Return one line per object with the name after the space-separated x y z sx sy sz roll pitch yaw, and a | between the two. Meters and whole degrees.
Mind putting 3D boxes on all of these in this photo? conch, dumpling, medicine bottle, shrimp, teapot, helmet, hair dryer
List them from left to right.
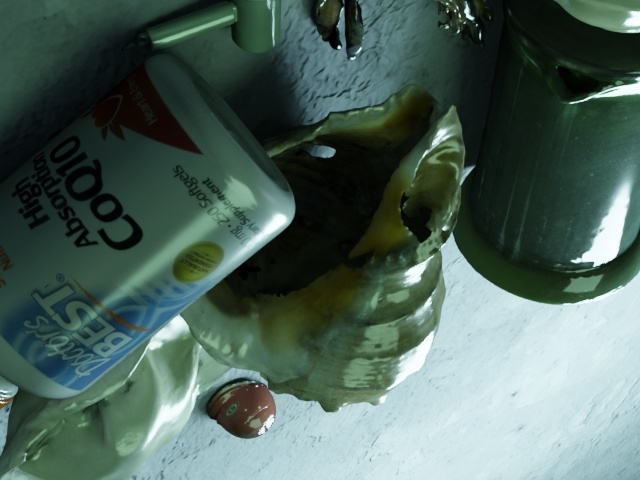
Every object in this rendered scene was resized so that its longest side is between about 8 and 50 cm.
-0.171 0.010 1.032 0.288 0.157 0.157 -39 152 6 | medicine bottle
-0.188 0.141 1.236 0.250 0.132 0.162 -33 154 -12 | dumpling
-0.086 -0.155 1.035 0.124 0.038 0.063 -23 148 -17 | hair dryer
-0.078 0.186 1.512 0.065 0.049 0.084 -48 151 18 | helmet
-0.005 -0.003 1.201 0.263 0.186 0.324 7 115 -31 | conch
0.072 -0.195 1.141 0.152 0.046 0.219 -41 148 1 | shrimp
0.253 -0.136 1.313 0.270 0.200 0.337 -52 160 -34 | teapot

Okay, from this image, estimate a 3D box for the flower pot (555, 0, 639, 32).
0.250 -0.281 0.989 0.307 0.307 0.244 -44 167 9 | flower pot
